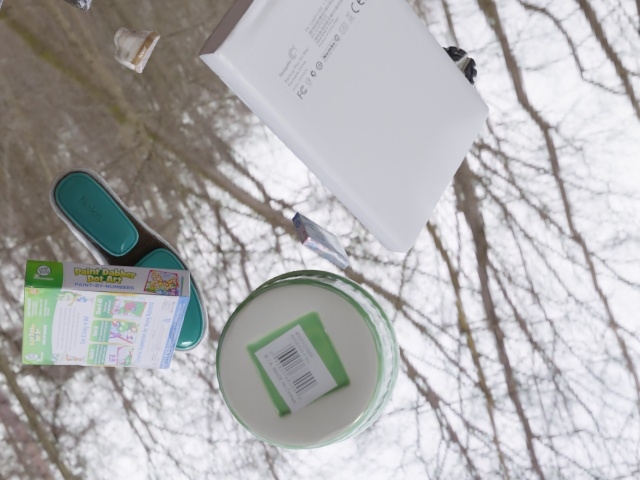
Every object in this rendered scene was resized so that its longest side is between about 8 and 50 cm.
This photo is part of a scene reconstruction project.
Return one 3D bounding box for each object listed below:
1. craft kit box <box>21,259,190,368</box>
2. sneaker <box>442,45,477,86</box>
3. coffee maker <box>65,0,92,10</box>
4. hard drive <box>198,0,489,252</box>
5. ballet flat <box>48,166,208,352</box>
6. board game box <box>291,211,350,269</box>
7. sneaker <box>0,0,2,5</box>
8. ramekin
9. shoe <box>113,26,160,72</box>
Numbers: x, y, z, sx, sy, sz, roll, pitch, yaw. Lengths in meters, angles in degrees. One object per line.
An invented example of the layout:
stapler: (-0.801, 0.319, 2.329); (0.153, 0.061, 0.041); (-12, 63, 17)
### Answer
craft kit box: (-0.348, 0.125, 1.576); (0.247, 0.250, 0.061); (2, -125, -17)
sneaker: (0.131, -0.169, 1.473); (0.275, 0.107, 0.110); (-45, -179, -7)
coffee maker: (-0.447, -0.547, 1.926); (0.171, 0.178, 0.120); (25, 173, 9)
hard drive: (0.039, -0.158, 0.999); (0.040, 0.307, 0.203); (7, -120, 51)
ballet flat: (-0.347, 0.031, 1.805); (0.139, 0.400, 0.139); (-35, -166, 10)
board game box: (0.000, 0.000, 1.620); (0.020, 0.090, 0.090); (-51, -152, 14)
sneaker: (-0.483, -0.252, 1.083); (0.410, 0.158, 0.182); (-32, -139, 28)
ramekin: (-0.025, 0.198, 1.613); (0.303, 0.303, 0.148); (-16, 176, 7)
shoe: (-0.314, -0.331, 1.669); (0.076, 0.058, 0.219); (-61, -169, 2)
